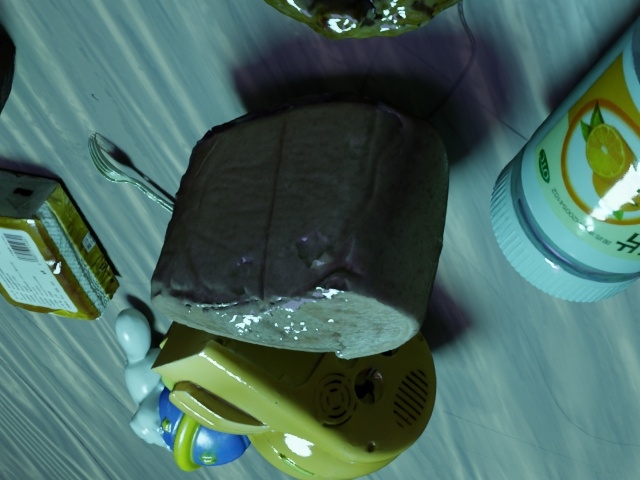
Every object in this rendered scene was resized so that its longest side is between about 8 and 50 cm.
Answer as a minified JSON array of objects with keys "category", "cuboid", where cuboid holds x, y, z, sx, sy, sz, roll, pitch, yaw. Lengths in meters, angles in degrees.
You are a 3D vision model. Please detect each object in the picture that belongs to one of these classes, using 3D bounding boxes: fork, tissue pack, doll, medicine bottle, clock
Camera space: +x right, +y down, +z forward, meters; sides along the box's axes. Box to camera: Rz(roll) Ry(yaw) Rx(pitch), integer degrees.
[{"category":"fork","cuboid":[-0.205,-0.049,1.593,0.219,0.028,0.034,40,145,-17]},{"category":"tissue pack","cuboid":[-0.403,0.008,1.786,0.183,0.092,0.226,11,146,29]},{"category":"doll","cuboid":[-0.211,0.267,1.945,0.242,0.159,0.311,22,153,11]},{"category":"medicine bottle","cuboid":[0.267,-0.079,1.022,0.158,0.158,0.318,31,150,-2]},{"category":"clock","cuboid":[-0.012,0.143,1.503,0.317,0.244,0.200,36,154,-14]}]

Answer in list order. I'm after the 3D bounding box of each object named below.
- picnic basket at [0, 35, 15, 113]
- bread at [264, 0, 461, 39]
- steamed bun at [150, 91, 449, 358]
[{"category":"picnic basket","cuboid":[-0.491,-0.214,1.490,0.297,0.129,0.222,31,148,-4]},{"category":"bread","cuboid":[0.018,-0.253,1.012,0.230,0.123,0.230,23,149,15]},{"category":"steamed bun","cuboid":[0.000,0.000,1.284,0.301,0.251,0.199,-3,150,36]}]
